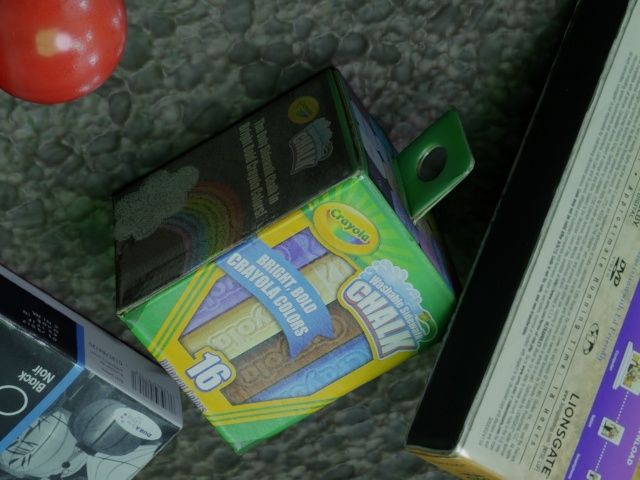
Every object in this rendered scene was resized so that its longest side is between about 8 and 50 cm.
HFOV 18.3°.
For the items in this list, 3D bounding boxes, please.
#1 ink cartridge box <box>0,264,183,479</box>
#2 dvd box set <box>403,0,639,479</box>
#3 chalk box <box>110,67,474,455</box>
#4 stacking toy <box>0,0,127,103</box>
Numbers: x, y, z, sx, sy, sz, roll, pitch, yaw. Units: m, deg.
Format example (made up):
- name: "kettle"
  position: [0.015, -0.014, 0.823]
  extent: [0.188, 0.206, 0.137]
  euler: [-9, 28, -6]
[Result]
- name: "ink cartridge box"
  position: [-0.257, 0.171, 1.284]
  extent: [0.165, 0.065, 0.332]
  euler: [34, 113, -27]
- name: "dvd box set"
  position: [0.278, 0.072, 1.201]
  extent: [0.420, 0.062, 0.307]
  euler: [29, 75, -25]
- name: "chalk box"
  position: [0.000, 0.000, 1.172]
  extent: [0.213, 0.132, 0.132]
  euler: [-29, 122, 11]
- name: "stacking toy"
  position: [-0.268, -0.092, 1.076]
  extent: [0.330, 0.141, 0.141]
  euler: [-11, 124, -7]
